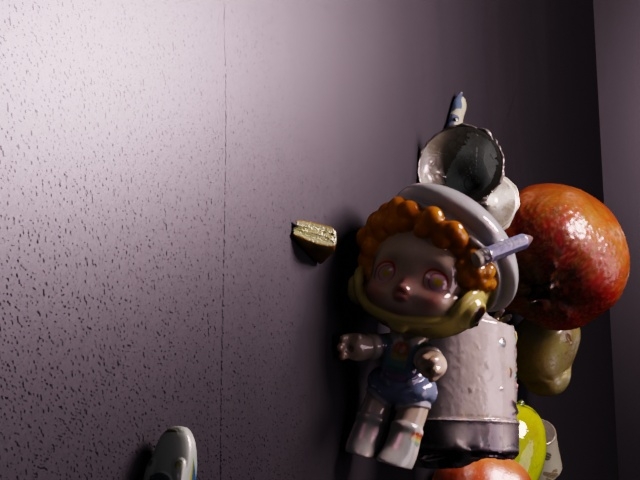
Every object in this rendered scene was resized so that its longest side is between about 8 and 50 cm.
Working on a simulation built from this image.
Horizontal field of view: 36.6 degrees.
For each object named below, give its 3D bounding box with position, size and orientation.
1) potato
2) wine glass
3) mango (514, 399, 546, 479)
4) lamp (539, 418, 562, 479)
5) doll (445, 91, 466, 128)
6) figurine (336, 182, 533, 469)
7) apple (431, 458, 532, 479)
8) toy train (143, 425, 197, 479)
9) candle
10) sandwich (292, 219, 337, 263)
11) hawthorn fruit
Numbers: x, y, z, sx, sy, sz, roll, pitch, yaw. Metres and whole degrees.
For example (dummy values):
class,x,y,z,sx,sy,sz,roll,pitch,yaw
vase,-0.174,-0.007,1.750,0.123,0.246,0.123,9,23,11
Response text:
class,x,y,z,sx,sy,sz,roll,pitch,yaw
potato,0.490,0.245,2.097,0.157,0.157,0.194,-43,127,-58
wine glass,0.269,-0.095,1.691,0.232,0.156,0.156,36,55,-64
mango,0.320,0.428,1.739,0.175,0.142,0.293,59,46,-66
lamp,0.436,0.471,2.000,0.121,0.121,0.215,-59,153,-49
doll,0.254,-0.230,1.793,0.037,0.027,0.125,56,39,-36
figurine,0.121,0.115,1.339,0.382,0.224,0.205,-62,148,-2
apple,0.263,0.427,1.571,0.199,0.199,0.199,-3,90,-64
toy train,-0.149,0.283,0.866,0.051,0.052,0.234,26,64,-56
candle,0.209,0.183,1.480,0.187,0.187,0.330,31,57,-60
sandwich,0.000,0.000,1.220,0.083,0.044,0.031,47,42,-57
hawthorn fruit,0.475,0.014,1.939,0.369,0.284,0.285,-46,128,-63
